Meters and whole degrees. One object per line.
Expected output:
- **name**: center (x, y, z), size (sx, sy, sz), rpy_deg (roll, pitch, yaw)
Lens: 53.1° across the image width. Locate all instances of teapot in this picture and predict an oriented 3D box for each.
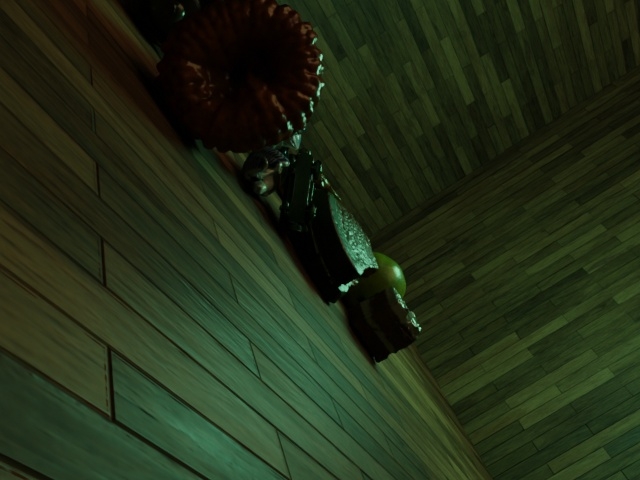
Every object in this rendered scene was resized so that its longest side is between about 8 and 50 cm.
- **teapot**: center (-0.315, -0.486, 1.408), size (0.224, 0.305, 0.285), rpy_deg (19, 24, -12)

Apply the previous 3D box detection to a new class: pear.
- **pear**: center (0.142, 0.117, 1.795), size (0.198, 0.198, 0.198), rpy_deg (57, 5, -8)

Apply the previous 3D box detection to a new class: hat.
- **hat**: center (-0.143, -0.267, 1.212), size (0.285, 0.285, 0.400), rpy_deg (57, -6, 3)

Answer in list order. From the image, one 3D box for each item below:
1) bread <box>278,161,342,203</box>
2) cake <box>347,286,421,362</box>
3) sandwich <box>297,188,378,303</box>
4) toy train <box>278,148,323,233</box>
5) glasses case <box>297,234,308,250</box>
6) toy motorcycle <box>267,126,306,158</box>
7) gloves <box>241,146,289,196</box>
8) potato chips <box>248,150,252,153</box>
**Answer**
- **bread**: center (-0.041, -0.154, 1.940), size (0.143, 0.149, 0.158), rpy_deg (58, 4, -31)
- **cake**: center (0.165, 0.210, 1.641), size (0.135, 0.147, 0.134), rpy_deg (54, 5, -15)
- **sandwich**: center (0.045, 0.014, 1.537), size (0.212, 0.109, 0.292), rpy_deg (32, 38, -36)
- **toy train**: center (-0.054, -0.107, 1.473), size (0.132, 0.083, 0.200), rpy_deg (142, -40, -70)
- **glasses case**: center (0.000, 0.000, 1.755), size (0.125, 0.076, 0.327), rpy_deg (58, 7, 16)
- **toy motorcycle**: center (-0.135, -0.387, 2.151), size (0.239, 0.204, 0.108), rpy_deg (51, 18, -24)
- **gloves**: center (-0.125, -0.150, 1.408), size (0.229, 0.097, 0.119), rpy_deg (161, -62, -79)
- **potato chips**: center (-0.199, -0.263, 1.752), size (0.026, 0.037, 0.204), rpy_deg (48, 7, 19)
